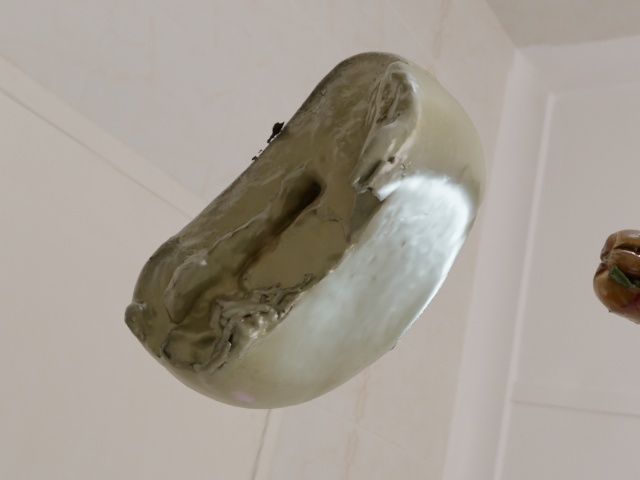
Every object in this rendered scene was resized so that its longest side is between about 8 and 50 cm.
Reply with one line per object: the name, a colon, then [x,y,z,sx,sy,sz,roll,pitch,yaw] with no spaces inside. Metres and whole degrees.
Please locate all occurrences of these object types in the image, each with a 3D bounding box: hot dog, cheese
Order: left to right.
cheese: [0.000,0.000,0.572,0.127,0.233,0.266,42,-85,25]
hot dog: [0.401,0.058,0.853,0.076,0.250,0.104,165,-55,-75]
